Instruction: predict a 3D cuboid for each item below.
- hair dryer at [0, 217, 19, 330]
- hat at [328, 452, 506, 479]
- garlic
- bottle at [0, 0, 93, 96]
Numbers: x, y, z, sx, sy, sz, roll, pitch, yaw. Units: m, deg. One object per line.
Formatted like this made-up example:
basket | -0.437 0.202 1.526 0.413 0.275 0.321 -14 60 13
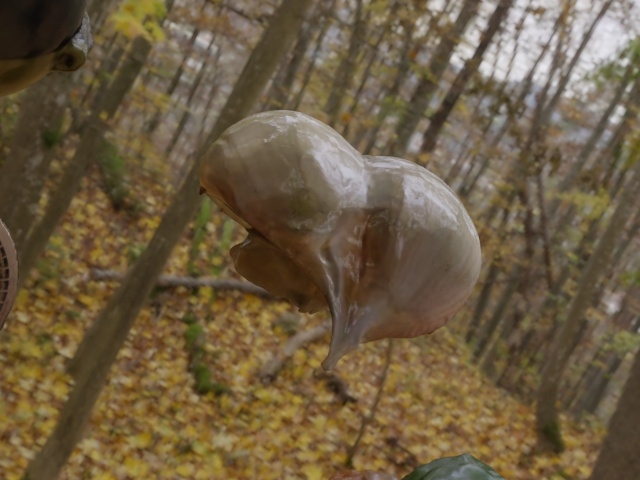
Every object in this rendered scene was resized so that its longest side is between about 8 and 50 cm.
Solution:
hair dryer | -0.253 0.116 0.629 0.107 0.352 0.189 -24 30 -38
hat | 0.030 0.328 1.008 0.285 0.400 0.285 10 42 -9
garlic | 0.007 -0.005 0.601 0.174 0.124 0.099 32 11 -19
bottle | -0.173 -0.236 0.535 0.171 0.351 0.171 16 33 -11
